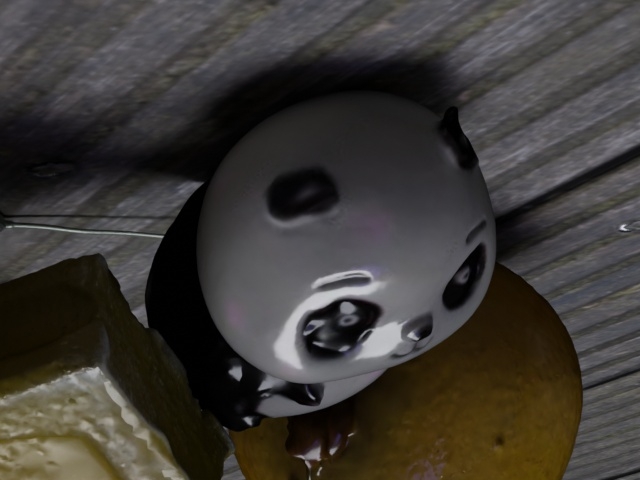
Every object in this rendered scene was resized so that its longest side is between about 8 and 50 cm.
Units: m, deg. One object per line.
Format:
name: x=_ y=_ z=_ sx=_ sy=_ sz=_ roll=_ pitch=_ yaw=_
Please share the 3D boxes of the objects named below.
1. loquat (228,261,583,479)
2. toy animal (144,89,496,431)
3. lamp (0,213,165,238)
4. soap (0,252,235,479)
loquat: x=0.059 y=0.133 z=1.366 sx=0.275 sy=0.274 sz=0.275 roll=-6 pitch=164 yaw=-2
toy animal: x=0.002 y=0.008 z=1.091 sx=0.187 sy=0.165 sz=0.235 roll=-24 pitch=174 yaw=-30
lamp: x=-0.164 y=0.007 z=1.238 sx=0.198 sy=0.056 sz=0.050 roll=3 pitch=165 yaw=-18
soap: x=-0.228 y=0.139 z=1.084 sx=0.315 sy=0.091 sz=0.199 roll=-18 pitch=132 yaw=11
